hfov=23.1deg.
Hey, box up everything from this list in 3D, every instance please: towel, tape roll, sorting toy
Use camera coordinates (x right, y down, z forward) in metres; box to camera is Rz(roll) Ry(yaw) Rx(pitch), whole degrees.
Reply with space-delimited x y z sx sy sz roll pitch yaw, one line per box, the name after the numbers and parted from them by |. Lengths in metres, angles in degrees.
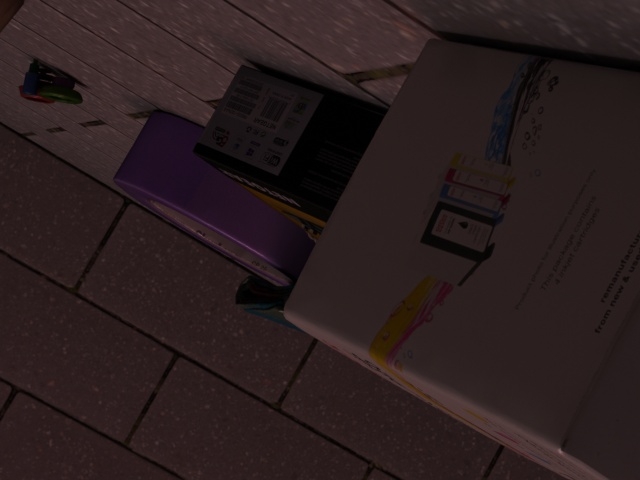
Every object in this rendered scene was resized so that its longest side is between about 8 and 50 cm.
0.103 0.118 1.649 0.370 0.040 0.271 22 174 -13 | towel
-0.088 -0.034 1.724 0.274 0.090 0.275 30 174 4 | tape roll
-0.319 -0.186 1.841 0.061 0.042 0.102 14 174 -42 | sorting toy

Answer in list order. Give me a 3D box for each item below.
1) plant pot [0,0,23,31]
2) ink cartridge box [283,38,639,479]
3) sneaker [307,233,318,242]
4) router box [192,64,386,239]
-0.450 -0.169 1.427 0.256 0.274 0.256 29 174 3 | plant pot
0.132 0.026 0.751 0.171 0.168 0.232 32 175 -32 | ink cartridge box
0.000 0.000 1.364 0.228 0.132 0.086 28 174 9 | sneaker
0.091 -0.005 1.130 0.309 0.081 0.243 24 173 44 | router box
